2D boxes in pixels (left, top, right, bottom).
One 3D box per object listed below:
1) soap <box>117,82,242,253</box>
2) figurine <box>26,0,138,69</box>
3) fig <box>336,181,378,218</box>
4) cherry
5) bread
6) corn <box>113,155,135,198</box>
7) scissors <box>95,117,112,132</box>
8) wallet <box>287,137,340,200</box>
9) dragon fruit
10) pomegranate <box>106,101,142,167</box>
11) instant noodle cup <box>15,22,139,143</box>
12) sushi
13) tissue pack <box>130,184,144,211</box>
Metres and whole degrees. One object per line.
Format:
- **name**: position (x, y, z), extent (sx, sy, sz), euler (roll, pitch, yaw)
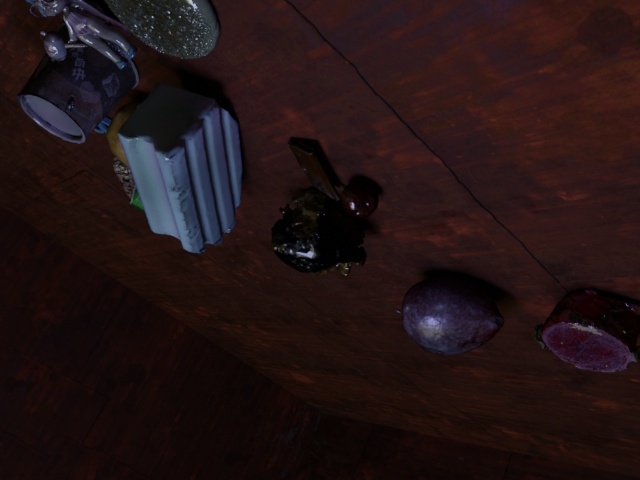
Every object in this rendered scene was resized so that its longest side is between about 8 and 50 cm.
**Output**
- **soap**: position (-0.310, -0.159, 1.572), extent (0.156, 0.261, 0.446), euler (21, 148, 14)
- **figurine**: position (-0.511, -0.456, 1.367), extent (0.205, 0.102, 0.260), euler (-26, 129, 39)
- **fig**: position (0.082, -0.106, 1.555), extent (0.089, 0.089, 0.125), euler (42, -176, -32)
- **cherry**: position (0.345, 0.202, 1.747), extent (0.300, 0.203, 0.230), euler (-2, 138, 33)
- **bread**: position (-0.320, -0.452, 1.274), extent (0.267, 0.040, 0.267), euler (22, 157, 10)
- **corn**: position (-0.570, -0.196, 2.010), extent (0.092, 0.092, 0.280), euler (25, 161, 3)
- **scissors**: position (-0.636, -0.364, 1.786), extent (0.125, 0.030, 0.256), euler (18, 158, 19)
- **wallet**: position (-0.017, -0.166, 1.546), extent (0.095, 0.026, 0.176), euler (34, 166, 38)
- **dragon fruit**: position (0.656, 0.207, 1.544), extent (0.282, 0.147, 0.211), euler (3, 139, 36)
- **pomegranate**: position (-0.442, -0.254, 1.635), extent (0.196, 0.196, 0.196), euler (22, 156, 10)
- **instant noodle cup**: position (-0.566, -0.356, 1.516), extent (0.217, 0.207, 0.217), euler (23, 157, 10)
- **sushi**: position (0.002, -0.006, 1.678), extent (0.213, 0.200, 0.204), euler (-5, 145, 29)
- **tissue pack**: position (-0.411, -0.143, 1.903), extent (0.209, 0.156, 0.148), euler (26, 120, 4)
